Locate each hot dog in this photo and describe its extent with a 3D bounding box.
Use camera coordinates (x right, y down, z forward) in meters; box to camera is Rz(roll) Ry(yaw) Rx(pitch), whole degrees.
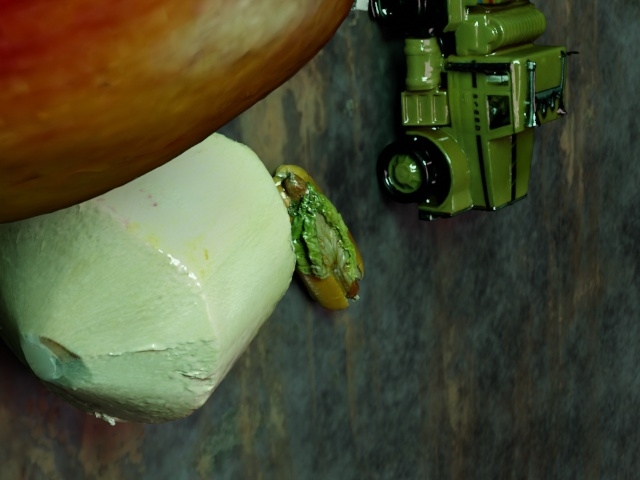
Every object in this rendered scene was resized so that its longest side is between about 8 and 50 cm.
[{"bbox_3d":[0.000,0.000,0.871,0.056,0.041,0.133,-56,136,-27],"label":"hot dog"}]

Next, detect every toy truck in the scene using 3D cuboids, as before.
[{"bbox_3d":[0.119,-0.143,0.922,0.127,0.127,0.257,-22,118,-48],"label":"toy truck"}]

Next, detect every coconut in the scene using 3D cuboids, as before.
[{"bbox_3d":[-0.099,0.022,0.672,0.152,0.147,0.147,-49,134,-45],"label":"coconut"}]

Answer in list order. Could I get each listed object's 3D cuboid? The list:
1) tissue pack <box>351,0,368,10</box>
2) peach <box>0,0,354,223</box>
[{"bbox_3d":[-0.041,-0.258,0.719,0.149,0.093,0.246,-5,103,-49],"label":"tissue pack"},{"bbox_3d":[-0.115,-0.154,0.480,0.332,0.308,0.307,-25,119,-28],"label":"peach"}]
